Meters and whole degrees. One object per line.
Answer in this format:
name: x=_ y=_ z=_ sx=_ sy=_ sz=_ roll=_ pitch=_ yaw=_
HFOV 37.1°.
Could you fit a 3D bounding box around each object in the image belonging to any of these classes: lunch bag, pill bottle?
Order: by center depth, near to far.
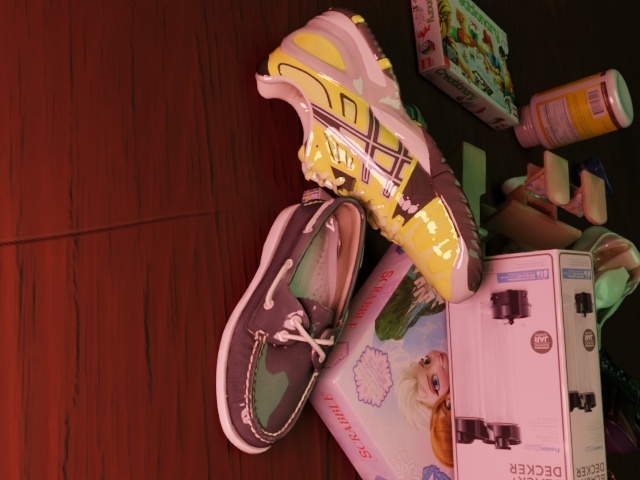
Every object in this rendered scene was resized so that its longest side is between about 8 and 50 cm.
pill bottle: x=0.492 y=-0.250 z=1.870 sx=0.117 sy=0.214 sz=0.117 roll=29 pitch=53 yaw=-49
lunch bag: x=0.619 y=-0.135 z=2.169 sx=0.098 sy=0.065 sz=0.067 roll=63 pitch=18 yaw=-16

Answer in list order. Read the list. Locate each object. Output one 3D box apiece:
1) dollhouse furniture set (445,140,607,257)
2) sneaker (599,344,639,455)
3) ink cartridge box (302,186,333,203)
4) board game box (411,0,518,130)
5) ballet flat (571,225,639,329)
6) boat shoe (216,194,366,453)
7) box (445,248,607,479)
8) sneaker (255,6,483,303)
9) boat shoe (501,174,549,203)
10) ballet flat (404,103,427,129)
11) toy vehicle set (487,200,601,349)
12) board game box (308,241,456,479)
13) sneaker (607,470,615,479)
dollhouse furniture set: x=0.286 y=-0.020 z=1.465 sx=0.242 sy=0.212 sz=0.161 roll=22 pitch=53 yaw=-21
sneaker: x=0.569 y=0.274 z=1.858 sx=0.107 sy=0.124 sz=0.284 roll=-21 pitch=95 yaw=-59
ink cartridge box: x=0.000 y=0.000 z=1.166 sx=0.063 sy=0.029 sz=0.115 roll=39 pitch=49 yaw=-44
board game box: x=0.258 y=-0.334 z=1.691 sx=0.305 sy=0.053 sz=0.193 roll=21 pitch=60 yaw=-53
ballet flat: x=0.488 y=0.069 z=1.647 sx=0.400 sy=0.139 sz=0.139 roll=-37 pitch=109 yaw=-49
boat shoe: x=-0.025 y=0.077 z=1.012 sx=0.114 sy=0.091 sz=0.303 roll=35 pitch=54 yaw=-35
box: x=0.248 y=0.162 z=1.162 sx=0.087 sy=0.169 sz=0.290 roll=4 pitch=83 yaw=-47
sneaker: x=0.059 y=-0.085 z=1.139 sx=0.385 sy=0.147 sz=0.145 roll=60 pitch=-9 yaw=11
boat shoe: x=0.401 y=-0.093 z=1.790 sx=0.076 sy=0.083 sz=0.226 roll=44 pitch=15 yaw=18
ballet flat: x=0.129 y=-0.100 z=1.374 sx=0.068 sy=0.072 sz=0.213 roll=45 pitch=42 yaw=-48
toy vehicle set: x=0.400 y=0.068 z=1.689 sx=0.266 sy=0.035 sz=0.166 roll=36 pitch=46 yaw=-22
board game box: x=0.143 y=0.180 z=1.219 sx=0.318 sy=0.065 sz=0.319 roll=-52 pitch=122 yaw=-37
sneaker: x=0.518 y=0.528 z=1.719 sx=0.087 sy=0.083 sz=0.221 roll=48 pitch=43 yaw=-49
